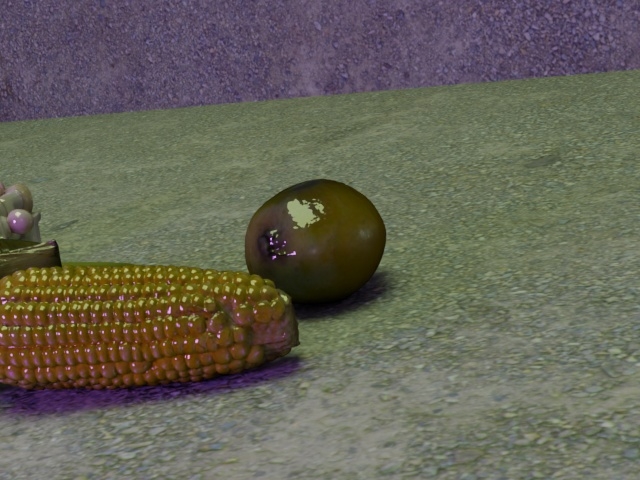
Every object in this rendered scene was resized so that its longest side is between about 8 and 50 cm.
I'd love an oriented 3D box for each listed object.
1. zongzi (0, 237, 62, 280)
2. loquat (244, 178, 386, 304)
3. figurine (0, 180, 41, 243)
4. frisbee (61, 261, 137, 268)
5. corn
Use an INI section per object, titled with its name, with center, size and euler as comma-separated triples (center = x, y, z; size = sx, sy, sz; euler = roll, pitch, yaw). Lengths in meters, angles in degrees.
[zongzi]
center = -0.411, 0.049, 1.317
size = 0.205, 0.094, 0.204
euler = -17, 18, -34
[loquat]
center = 0.000, 0.000, 1.378
size = 0.152, 0.152, 0.195
euler = 2, 11, 39
[figurine]
center = -0.506, 0.007, 1.720
size = 0.182, 0.144, 0.256
euler = 14, 16, 9
[frisbee]
center = -0.351, 0.042, 1.571
size = 0.236, 0.017, 0.236
euler = -1, 2, 0
[corn]
center = -0.195, 0.085, 1.194
size = 0.347, 0.130, 0.130
euler = -3, 15, 9
